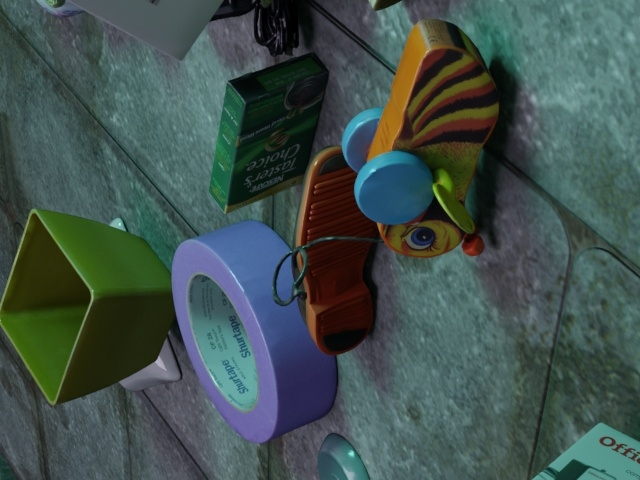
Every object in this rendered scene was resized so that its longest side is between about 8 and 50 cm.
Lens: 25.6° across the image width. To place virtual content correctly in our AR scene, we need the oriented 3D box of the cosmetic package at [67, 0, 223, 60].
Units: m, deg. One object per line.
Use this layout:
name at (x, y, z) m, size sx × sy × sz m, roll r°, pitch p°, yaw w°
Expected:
cosmetic package at (-0.229, -0.358, 1.482) m, size 0.155 × 0.197 × 0.365 m, roll -53°, pitch 37°, yaw 16°

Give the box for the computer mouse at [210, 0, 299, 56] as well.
computer mouse at (-0.110, -0.297, 1.575) m, size 0.272 × 0.072 × 0.188 m, roll 6°, pitch 109°, yaw 50°

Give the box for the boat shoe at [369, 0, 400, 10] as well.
boat shoe at (0.068, -0.268, 1.246) m, size 0.059 × 0.063 × 0.170 m, roll 58°, pitch 153°, yaw 11°

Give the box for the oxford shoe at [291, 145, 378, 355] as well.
oxford shoe at (0.000, 0.000, 1.541) m, size 0.098 × 0.097 × 0.271 m, roll 52°, pitch 149°, yaw 44°

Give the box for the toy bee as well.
toy bee at (0.093, -0.057, 1.293) m, size 0.298 × 0.162 × 0.195 m, roll -47°, pitch 34°, yaw 48°

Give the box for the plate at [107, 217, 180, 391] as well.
plate at (-0.336, 0.118, 2.334) m, size 0.277 × 0.045 × 0.278 m, roll -22°, pitch 89°, yaw 64°

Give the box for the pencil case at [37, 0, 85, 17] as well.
pencil case at (-0.297, -0.371, 1.829) m, size 0.273 × 0.113 × 0.124 m, roll -7°, pitch 83°, yaw 63°

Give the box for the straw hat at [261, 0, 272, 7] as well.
straw hat at (-0.007, -0.285, 1.377) m, size 0.061 × 0.144 × 0.144 m, roll 18°, pitch 139°, yaw 5°

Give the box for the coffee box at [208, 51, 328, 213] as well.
coffee box at (-0.058, -0.116, 1.549) m, size 0.040 × 0.113 × 0.184 m, roll 52°, pitch 148°, yaw 26°

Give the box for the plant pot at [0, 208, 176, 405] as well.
plant pot at (-0.333, 0.092, 2.107) m, size 0.212 × 0.187 × 0.212 m, roll 48°, pitch 127°, yaw 37°

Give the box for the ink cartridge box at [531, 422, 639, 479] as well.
ink cartridge box at (0.223, 0.256, 1.126) m, size 0.153 × 0.208 × 0.086 m, roll 26°, pitch 133°, yaw 37°

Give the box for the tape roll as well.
tape roll at (-0.089, 0.116, 1.800) m, size 0.275 × 0.090 × 0.274 m, roll 44°, pitch 145°, yaw 42°

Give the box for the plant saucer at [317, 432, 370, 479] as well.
plant saucer at (0.027, 0.303, 1.785) m, size 0.119 × 0.021 × 0.119 m, roll 44°, pitch 144°, yaw 44°

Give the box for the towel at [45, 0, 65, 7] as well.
towel at (-0.324, -0.367, 1.724) m, size 0.110 × 0.027 × 0.148 m, roll -62°, pitch 36°, yaw 41°
